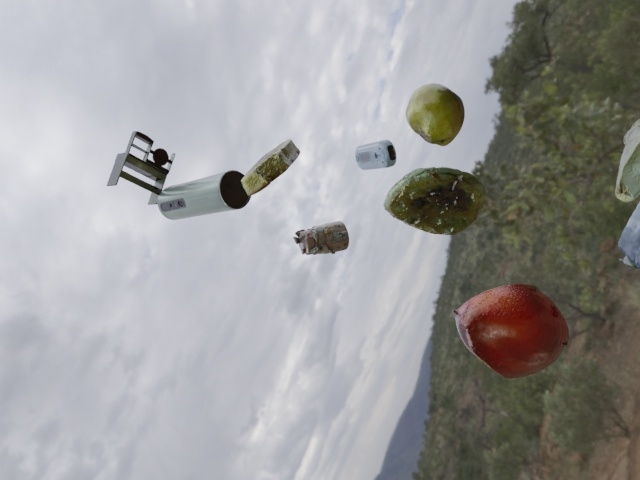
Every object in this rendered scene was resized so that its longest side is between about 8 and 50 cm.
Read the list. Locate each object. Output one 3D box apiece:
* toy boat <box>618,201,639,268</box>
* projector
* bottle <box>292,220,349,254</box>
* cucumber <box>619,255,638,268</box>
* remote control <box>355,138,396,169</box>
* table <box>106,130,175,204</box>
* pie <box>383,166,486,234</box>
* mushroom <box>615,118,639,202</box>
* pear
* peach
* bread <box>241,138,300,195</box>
[{"bbox_3d":[0.516,-0.069,0.719,0.283,0.078,0.127,-48,-45,0],"label":"toy boat"},{"bbox_3d":[-0.335,-0.124,1.512,0.108,0.338,0.108,5,-97,-44],"label":"projector"},{"bbox_3d":[0.000,0.000,1.552,0.152,0.099,0.098,-11,-47,-20],"label":"bottle"},{"bbox_3d":[0.732,0.030,1.158,0.056,0.056,0.250,-65,4,-14],"label":"cucumber"},{"bbox_3d":[0.169,-0.269,1.693,0.244,0.047,0.086,-168,65,-71],"label":"remote control"},{"bbox_3d":[-0.532,-0.215,1.592,0.146,0.063,0.175,30,-110,-47],"label":"table"},{"bbox_3d":[0.363,-0.118,1.672,0.323,0.324,0.070,86,-171,-55],"label":"pie"},{"bbox_3d":[0.879,-0.229,1.475,0.333,0.087,0.107,-51,-20,-39],"label":"mushroom"},{"bbox_3d":[0.259,-0.281,1.160,0.104,0.141,0.141,-42,7,44],"label":"pear"},{"bbox_3d":[0.369,0.165,0.994,0.154,0.158,0.267,-43,-37,19],"label":"peach"},{"bbox_3d":[-0.104,-0.161,1.149,0.088,0.049,0.226,-30,15,17],"label":"bread"}]
